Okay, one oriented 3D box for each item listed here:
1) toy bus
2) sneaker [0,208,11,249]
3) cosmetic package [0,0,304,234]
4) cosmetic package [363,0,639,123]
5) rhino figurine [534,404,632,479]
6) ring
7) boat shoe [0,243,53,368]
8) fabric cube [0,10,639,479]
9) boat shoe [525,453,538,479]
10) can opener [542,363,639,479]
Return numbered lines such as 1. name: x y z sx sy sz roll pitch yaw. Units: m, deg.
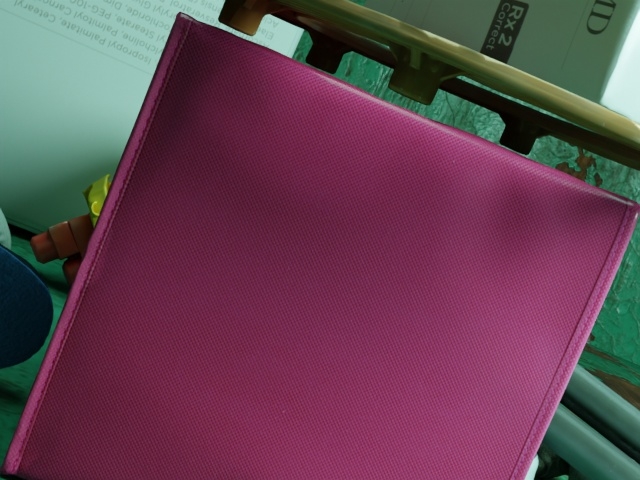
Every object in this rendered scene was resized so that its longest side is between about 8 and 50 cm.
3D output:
1. toy bus: -0.143 -0.016 1.103 0.211 0.149 0.220 -20 3 -16
2. sneaker: -0.301 -0.034 1.024 0.235 0.094 0.153 16 9 29
3. cosmetic package: -0.245 -0.211 1.393 0.327 0.394 0.329 22 4 -24
4. cosmetic package: 0.155 -0.149 0.727 0.151 0.151 0.183 16 8 -46
5. rhino figurine: 0.200 0.180 1.162 0.106 0.073 0.243 13 12 -46
6. ring: 0.088 -0.073 0.690 0.336 0.032 0.336 23 6 -3
7. boat shoe: -0.278 0.002 0.725 0.258 0.109 0.089 23 1 -25
8. fabric cube: -0.013 0.032 0.759 0.258 0.254 0.259 20 6 -9
9. boat shoe: 0.050 0.110 1.040 0.301 0.102 0.108 23 5 -2
10. can opener: 0.179 0.129 1.094 0.283 0.076 0.095 38 -19 19
